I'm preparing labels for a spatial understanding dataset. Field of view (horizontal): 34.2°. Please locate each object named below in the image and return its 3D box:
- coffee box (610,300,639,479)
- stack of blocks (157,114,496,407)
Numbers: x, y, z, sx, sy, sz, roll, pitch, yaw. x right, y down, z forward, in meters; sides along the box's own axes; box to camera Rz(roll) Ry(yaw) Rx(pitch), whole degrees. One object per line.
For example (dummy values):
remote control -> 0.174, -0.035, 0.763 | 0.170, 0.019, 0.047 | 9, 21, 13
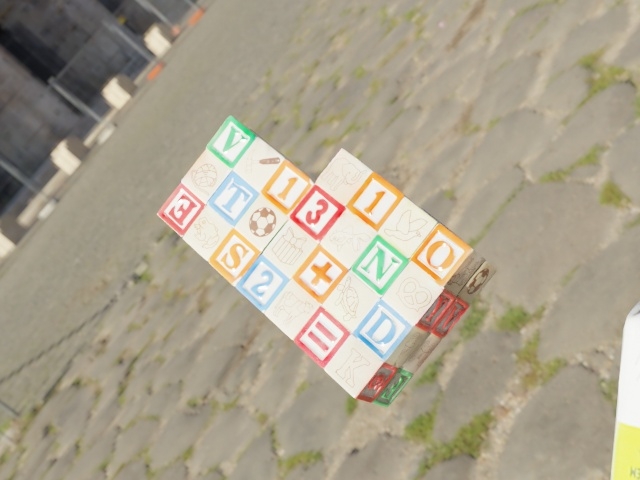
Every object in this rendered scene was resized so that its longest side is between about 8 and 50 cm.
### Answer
coffee box -> 0.333, 0.170, 0.453 | 0.338, 0.335, 0.337 | 10, 19, 33
stack of blocks -> 0.000, 0.000, 1.017 | 0.171, 0.297, 0.087 | -52, -28, 4
